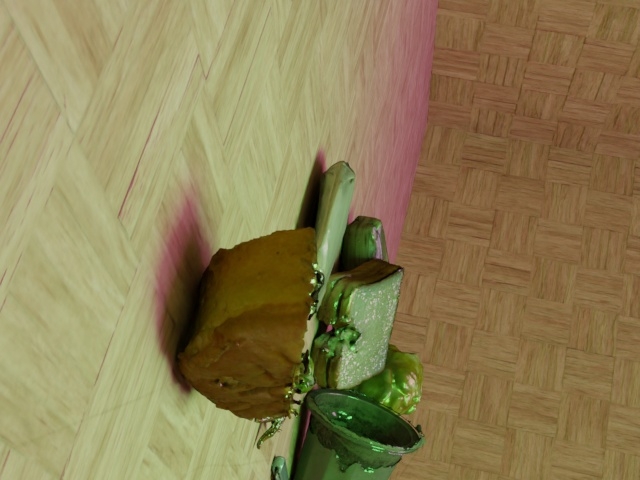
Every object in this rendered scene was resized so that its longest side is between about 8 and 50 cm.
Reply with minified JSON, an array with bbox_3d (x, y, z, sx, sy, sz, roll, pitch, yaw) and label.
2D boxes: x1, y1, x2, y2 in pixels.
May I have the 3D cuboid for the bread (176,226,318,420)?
[{"bbox_3d":[-0.078,0.097,0.996,0.260,0.147,0.160,98,-2,-64],"label":"bread"}]

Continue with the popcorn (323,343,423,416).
[{"bbox_3d":[0.135,0.352,2.322,0.225,0.276,0.276,91,13,-54],"label":"popcorn"}]

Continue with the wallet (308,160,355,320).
[{"bbox_3d":[0.003,0.002,1.651,0.335,0.068,0.275,94,13,-73],"label":"wallet"}]

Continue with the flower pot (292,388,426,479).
[{"bbox_3d":[0.061,0.500,2.043,0.290,0.290,0.259,-28,140,-79],"label":"flower pot"}]

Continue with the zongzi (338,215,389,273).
[{"bbox_3d":[0.074,0.089,2.156,0.256,0.115,0.228,-51,146,-31],"label":"zongzi"}]

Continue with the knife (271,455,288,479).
[{"bbox_3d":[-0.080,0.476,1.817,0.162,0.023,0.044,87,14,-56],"label":"knife"}]

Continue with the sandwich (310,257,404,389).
[{"bbox_3d":[0.077,0.196,2.040,0.249,0.095,0.273,-15,119,-57],"label":"sandwich"}]

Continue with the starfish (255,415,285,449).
[{"bbox_3d":[-0.077,0.286,1.547,0.133,0.041,0.130,-34,133,-78],"label":"starfish"}]

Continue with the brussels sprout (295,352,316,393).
[{"bbox_3d":[-0.032,0.262,1.779,0.051,0.046,0.083,40,50,-31],"label":"brussels sprout"}]
